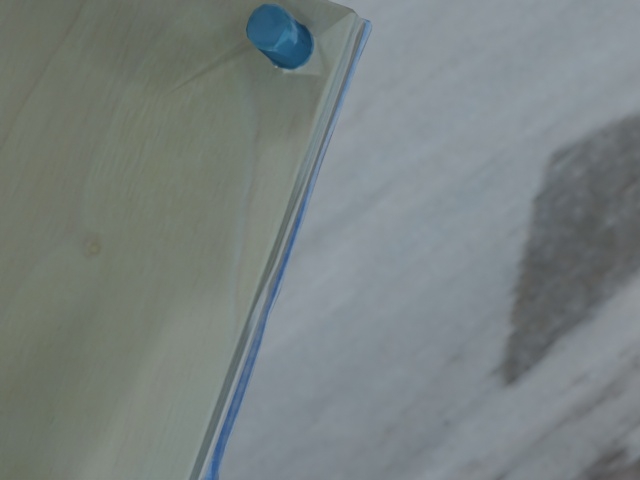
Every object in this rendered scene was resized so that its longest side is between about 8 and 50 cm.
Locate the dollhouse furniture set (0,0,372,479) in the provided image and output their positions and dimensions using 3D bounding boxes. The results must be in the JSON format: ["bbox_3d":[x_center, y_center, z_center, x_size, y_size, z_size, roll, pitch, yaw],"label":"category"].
[{"bbox_3d":[0.000,0.000,0.463,0.198,0.303,0.286,30,77,-76],"label":"dollhouse furniture set"}]
